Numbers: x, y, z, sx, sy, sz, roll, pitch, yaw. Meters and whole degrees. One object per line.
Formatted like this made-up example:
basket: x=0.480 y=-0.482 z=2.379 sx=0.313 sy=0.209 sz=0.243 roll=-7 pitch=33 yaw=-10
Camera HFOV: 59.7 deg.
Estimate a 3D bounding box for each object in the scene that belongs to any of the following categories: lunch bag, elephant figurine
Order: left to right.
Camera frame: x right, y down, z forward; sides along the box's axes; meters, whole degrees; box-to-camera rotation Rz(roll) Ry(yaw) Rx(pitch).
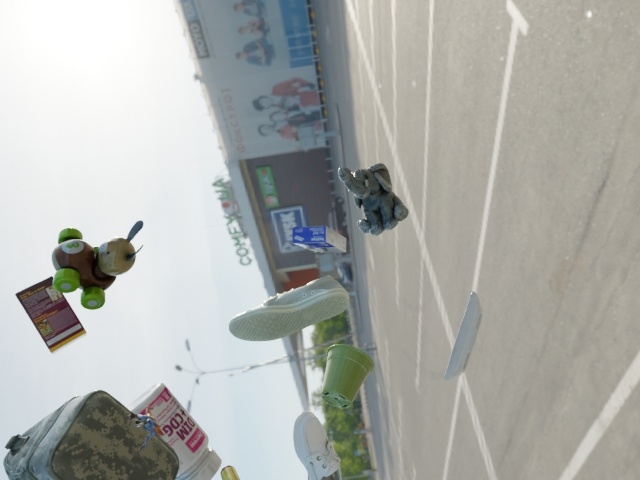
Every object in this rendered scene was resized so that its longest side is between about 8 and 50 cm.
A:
lunch bag: x=-0.500 y=0.501 z=1.210 sx=0.305 sy=0.256 sz=0.213 roll=50 pitch=-144 yaw=-24
elephant figurine: x=0.149 y=-0.149 z=1.644 sx=0.240 sy=0.169 sz=0.186 roll=58 pitch=169 yaw=-15

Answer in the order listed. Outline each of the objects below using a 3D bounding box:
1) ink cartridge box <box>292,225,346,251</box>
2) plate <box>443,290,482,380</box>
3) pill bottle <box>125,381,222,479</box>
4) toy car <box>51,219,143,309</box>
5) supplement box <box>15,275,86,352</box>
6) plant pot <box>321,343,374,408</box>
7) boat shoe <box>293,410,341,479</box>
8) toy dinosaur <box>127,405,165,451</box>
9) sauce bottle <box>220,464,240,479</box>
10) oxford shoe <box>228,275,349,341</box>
ink cartridge box: x=0.000 y=0.000 z=1.558 sx=0.207 sy=0.097 sz=0.046 roll=27 pitch=-117 yaw=-70
plate: x=0.456 y=0.307 z=1.740 sx=0.278 sy=0.045 sz=0.278 roll=-70 pitch=-21 yaw=-6
pill bottle: x=-0.409 y=0.544 z=1.523 sx=0.283 sy=0.160 sz=0.160 roll=52 pitch=-175 yaw=-7
toy car: x=-0.464 y=0.029 z=1.211 sx=0.149 sy=0.188 sz=0.155 roll=51 pitch=-166 yaw=-45
supplement box: x=-0.742 y=0.207 z=1.540 sx=0.188 sy=0.104 sz=0.081 roll=58 pitch=152 yaw=1
plant pot: x=0.036 y=0.225 z=0.905 sx=0.083 sy=0.083 sz=0.079 roll=81 pitch=-153 yaw=-44
boat shoe: x=0.011 y=0.569 z=1.436 sx=0.096 sy=0.098 sz=0.277 roll=-2 pitch=109 yaw=47
toy dinosaur: x=-0.291 y=0.312 z=0.958 sx=0.090 sy=0.082 sz=0.047 roll=-53 pitch=-41 yaw=-52
sauce bottle: x=-0.210 y=0.599 z=1.354 sx=0.128 sy=0.042 sz=0.042 roll=-150 pitch=49 yaw=-64
oxford shoe: x=-0.116 y=0.247 z=2.027 sx=0.130 sy=0.449 sz=0.169 roll=-108 pitch=-2 yaw=-46
